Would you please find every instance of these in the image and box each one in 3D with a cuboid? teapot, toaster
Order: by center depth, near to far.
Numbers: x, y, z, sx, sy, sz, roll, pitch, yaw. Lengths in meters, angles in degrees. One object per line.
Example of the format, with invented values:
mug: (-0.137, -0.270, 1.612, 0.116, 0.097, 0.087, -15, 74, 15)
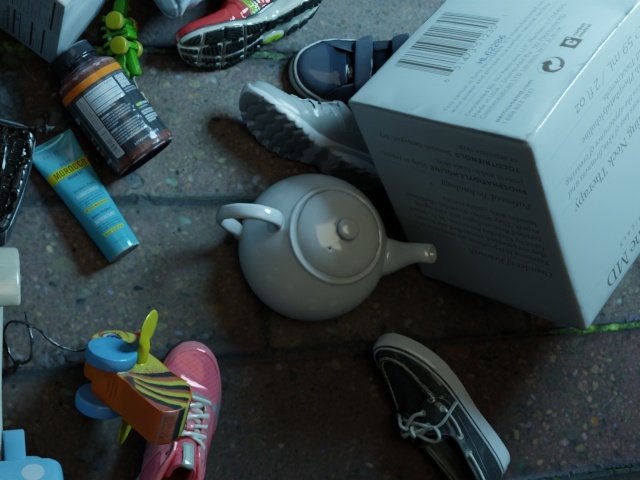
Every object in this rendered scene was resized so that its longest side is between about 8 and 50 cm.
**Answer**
toaster: (-0.486, -0.092, 1.463, 0.186, 0.110, 0.168, 14, 73, -12)
teapot: (0.000, 0.000, 1.617, 0.256, 0.187, 0.252, -35, 93, -25)

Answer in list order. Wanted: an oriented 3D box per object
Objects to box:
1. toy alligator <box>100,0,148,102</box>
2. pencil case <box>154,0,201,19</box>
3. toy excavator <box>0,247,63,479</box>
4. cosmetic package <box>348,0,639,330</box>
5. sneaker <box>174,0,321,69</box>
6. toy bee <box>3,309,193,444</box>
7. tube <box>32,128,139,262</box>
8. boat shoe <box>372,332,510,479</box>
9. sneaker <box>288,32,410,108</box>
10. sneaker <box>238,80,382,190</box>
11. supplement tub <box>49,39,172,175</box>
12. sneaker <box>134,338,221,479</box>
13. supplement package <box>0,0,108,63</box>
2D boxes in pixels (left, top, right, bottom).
toy alligator: (-0.310, -0.290, 1.630, 0.051, 0.056, 0.189, -12, 87, 19)
pencil case: (-0.151, -0.455, 1.655, 0.273, 0.113, 0.124, -32, 62, -14)
toy excavator: (-0.432, 0.287, 1.346, 0.222, 0.433, 0.445, -2, 35, -19)
cosmetic package: (0.313, -0.141, 1.621, 0.329, 0.327, 0.393, -49, 135, -23)
sneaker: (-0.130, -0.371, 1.713, 0.279, 0.107, 0.118, -29, 72, -29)
toy bee: (-0.273, 0.168, 1.468, 0.298, 0.195, 0.162, 46, 30, 18)
tube: (-0.349, -0.065, 1.562, 0.080, 0.052, 0.207, -33, 85, -31)
boat shoe: (0.177, 0.286, 1.667, 0.306, 0.113, 0.105, 54, 49, -14)
sneaker: (0.113, -0.288, 1.769, 0.321, 0.127, 0.126, 2, 78, -21)
sneaker: (-0.009, -0.188, 1.717, 0.281, 0.105, 0.115, 30, 59, -26)
supplement tub: (-0.318, -0.201, 1.572, 0.106, 0.106, 0.198, -38, 94, -26)
sneaker: (-0.192, 0.292, 1.492, 0.116, 0.136, 0.313, 18, 71, -20)
supplement package: (-0.367, -0.429, 1.544, 0.145, 0.204, 0.262, 36, 67, -6)
